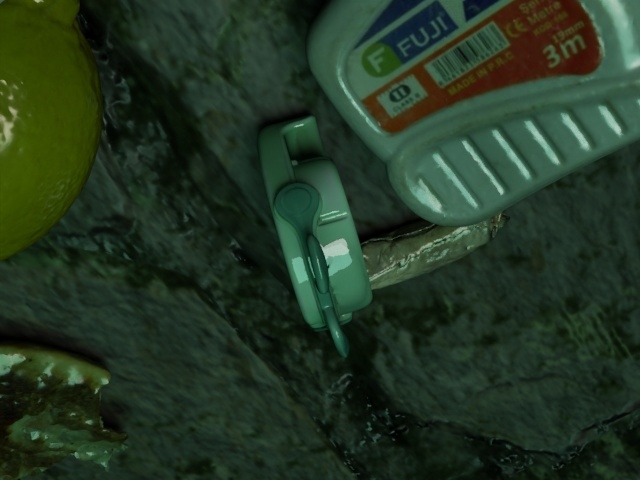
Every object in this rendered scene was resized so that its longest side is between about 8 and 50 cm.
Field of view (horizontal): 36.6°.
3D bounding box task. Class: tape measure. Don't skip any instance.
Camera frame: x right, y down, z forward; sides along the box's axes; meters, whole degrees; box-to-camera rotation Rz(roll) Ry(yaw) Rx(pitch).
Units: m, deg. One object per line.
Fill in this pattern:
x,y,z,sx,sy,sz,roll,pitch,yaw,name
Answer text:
0.134,-0.142,0.710,0.243,0.125,0.246,-30,107,32,tape measure

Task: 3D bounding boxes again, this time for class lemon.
-0.245,-0.085,0.674,0.184,0.184,0.248,24,118,-26,lemon

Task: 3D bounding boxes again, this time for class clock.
-0.001,0.000,0.782,0.060,0.188,0.148,-15,129,0,clock

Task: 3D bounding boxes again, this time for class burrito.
0.088,0.007,0.896,0.188,0.045,0.058,-18,158,-2,burrito

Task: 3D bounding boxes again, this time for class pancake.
-0.401,0.196,0.930,0.427,0.067,0.305,-28,134,7,pancake

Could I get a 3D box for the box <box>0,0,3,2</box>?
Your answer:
-0.337,-0.158,0.596,0.365,0.204,0.051,-33,162,12,box
